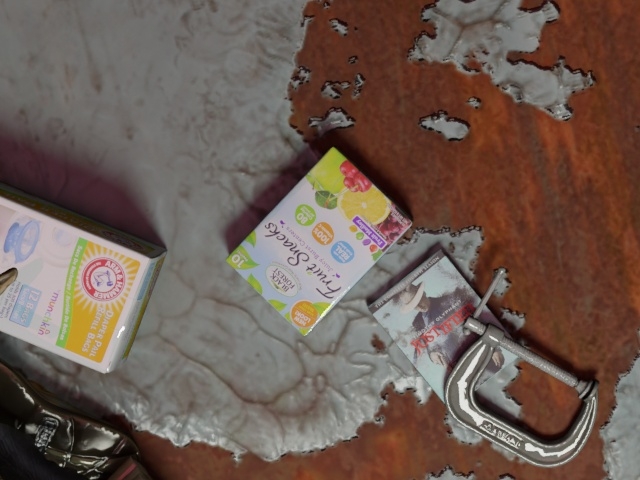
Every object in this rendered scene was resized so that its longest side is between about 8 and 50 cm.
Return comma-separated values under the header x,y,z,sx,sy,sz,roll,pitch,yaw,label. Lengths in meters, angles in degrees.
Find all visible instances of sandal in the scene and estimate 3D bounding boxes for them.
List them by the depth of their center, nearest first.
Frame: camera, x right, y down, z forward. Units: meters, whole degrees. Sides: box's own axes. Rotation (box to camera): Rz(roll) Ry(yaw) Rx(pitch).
x,y,z,sx,sy,sz,roll,pitch,yaw,label
-0.263,0.158,1.693,0.219,0.060,0.090,25,101,-13,sandal

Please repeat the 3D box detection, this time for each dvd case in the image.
x,y,z,sx,sy,sz,roll,pitch,yaw,label
0.112,0.080,1.683,0.087,0.013,0.119,-38,90,5,dvd case

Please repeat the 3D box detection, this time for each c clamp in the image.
x,y,z,sx,sy,sz,roll,pitch,yaw,label
0.183,0.123,1.667,0.161,0.022,0.137,35,97,-9,c clamp

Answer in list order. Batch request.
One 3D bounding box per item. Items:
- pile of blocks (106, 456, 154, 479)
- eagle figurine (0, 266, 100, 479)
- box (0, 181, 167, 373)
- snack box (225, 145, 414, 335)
x,y,z,sx,sy,sz,roll,pitch,yaw,label
-0.267,0.320,1.631,0.362,0.112,0.149,-20,105,-8,pile of blocks
-0.284,0.214,1.536,0.226,0.225,0.298,-31,93,23,eagle figurine
-0.251,0.025,1.657,0.203,0.103,0.114,23,95,2,box
0.000,0.000,1.673,0.100,0.037,0.141,44,95,1,snack box
